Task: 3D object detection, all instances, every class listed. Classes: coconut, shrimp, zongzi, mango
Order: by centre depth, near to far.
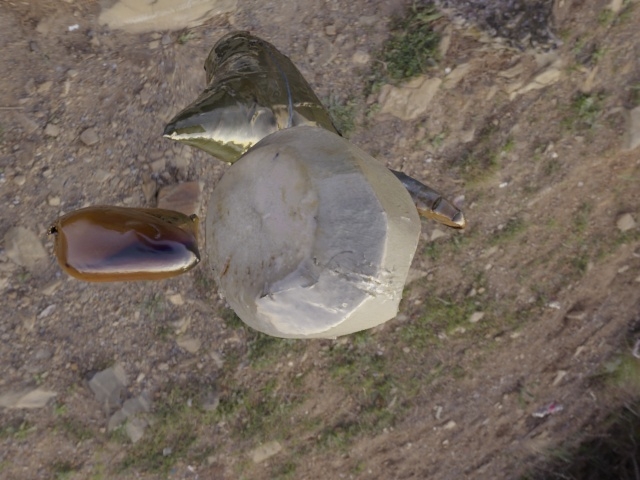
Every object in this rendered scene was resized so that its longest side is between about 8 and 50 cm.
[{"bbox_3d":[0.000,0.000,0.632,0.247,0.245,0.244,14,109,-56],"label":"coconut"},{"bbox_3d":[-0.169,-0.271,0.926,0.393,0.356,0.174,1,139,-51],"label":"zongzi"},{"bbox_3d":[-0.382,0.005,1.031,0.288,0.201,0.152,-2,74,-5],"label":"mango"},{"bbox_3d":[0.171,-0.100,1.091,0.290,0.178,0.075,21,87,6],"label":"shrimp"}]
